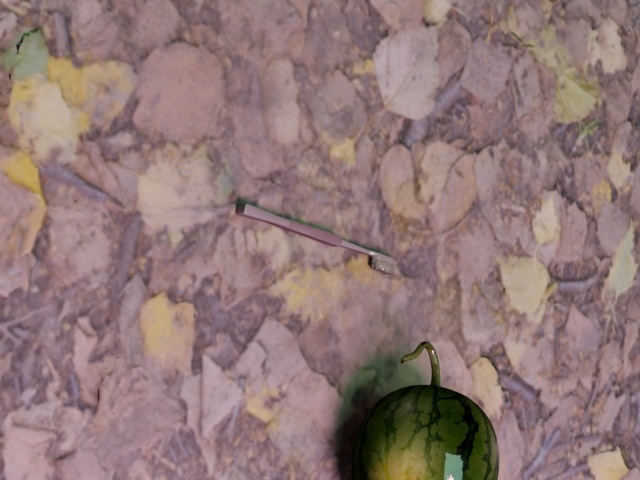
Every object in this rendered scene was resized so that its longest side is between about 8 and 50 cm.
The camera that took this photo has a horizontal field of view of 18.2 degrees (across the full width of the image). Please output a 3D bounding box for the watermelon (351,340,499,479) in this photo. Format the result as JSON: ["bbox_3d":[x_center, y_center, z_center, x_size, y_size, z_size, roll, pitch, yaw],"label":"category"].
[{"bbox_3d":[0.102,0.189,1.866,0.141,0.141,0.187,22,70,-36],"label":"watermelon"}]

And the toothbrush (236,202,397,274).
[{"bbox_3d":[0.000,-0.002,1.873,0.194,0.014,0.017,22,74,-36],"label":"toothbrush"}]
